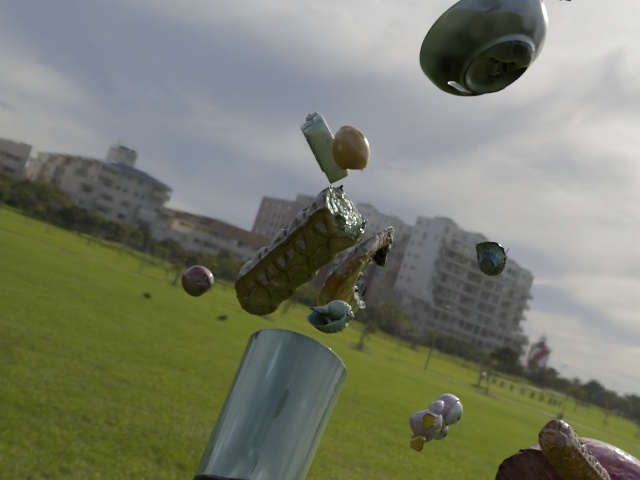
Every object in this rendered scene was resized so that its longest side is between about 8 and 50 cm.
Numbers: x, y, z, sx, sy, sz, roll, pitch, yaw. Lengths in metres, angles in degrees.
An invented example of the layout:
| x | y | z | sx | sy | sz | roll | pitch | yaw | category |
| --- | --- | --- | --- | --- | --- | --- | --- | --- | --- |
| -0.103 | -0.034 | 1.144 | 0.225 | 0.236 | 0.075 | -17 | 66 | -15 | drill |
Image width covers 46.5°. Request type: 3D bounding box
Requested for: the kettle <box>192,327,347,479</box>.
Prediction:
| x | y | z | sx | sy | sz | roll | pitch | yaw | category |
| --- | --- | --- | --- | --- | --- | --- | --- | --- | --- |
| -0.128 | 0.446 | 1.701 | 0.250 | 0.376 | 0.361 | 25 | -37 | -2 | kettle |

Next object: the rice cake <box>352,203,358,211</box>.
| x | y | z | sx | sy | sz | roll | pitch | yaw | category |
| --- | --- | --- | --- | --- | --- | --- | --- | --- | --- |
| 0.000 | 0.000 | 1.858 | 0.043 | 0.237 | 0.127 | 43 | -18 | -25 | rice cake |

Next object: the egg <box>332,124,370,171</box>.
| x | y | z | sx | sy | sz | roll | pitch | yaw | category |
| --- | --- | --- | --- | --- | --- | --- | --- | --- | --- |
| 0.064 | -0.193 | 1.559 | 0.080 | 0.096 | 0.080 | -3 | 15 | 1 | egg |

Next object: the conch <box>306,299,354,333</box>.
| x | y | z | sx | sy | sz | roll | pitch | yaw | category |
| --- | --- | --- | --- | --- | --- | --- | --- | --- | --- |
| 0.021 | 0.151 | 1.422 | 0.085 | 0.076 | 0.056 | -13 | -59 | 22 | conch |

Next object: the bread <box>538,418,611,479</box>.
| x | y | z | sx | sy | sz | roll | pitch | yaw | category |
| --- | --- | --- | --- | --- | --- | --- | --- | --- | --- |
| 0.320 | 0.279 | 0.932 | 0.044 | 0.052 | 0.157 | -20 | -53 | 35 | bread |

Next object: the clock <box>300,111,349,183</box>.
| x | y | z | sx | sy | sz | roll | pitch | yaw | category |
| --- | --- | --- | --- | --- | --- | --- | --- | --- | --- |
| 0.004 | -0.230 | 1.783 | 0.151 | 0.062 | 0.191 | 62 | 3 | -25 | clock |

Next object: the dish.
| x | y | z | sx | sy | sz | roll | pitch | yaw | category |
| --- | --- | --- | --- | --- | --- | --- | --- | --- | --- |
| 0.409 | -0.446 | 1.791 | 0.324 | 0.124 | 0.324 | -14 | -30 | -8 | dish |

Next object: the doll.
| x | y | z | sx | sy | sz | roll | pitch | yaw | category |
| --- | --- | --- | --- | --- | --- | --- | --- | --- | --- |
| 0.349 | 0.553 | 2.281 | 0.094 | 0.160 | 0.365 | 30 | 6 | 25 | doll |

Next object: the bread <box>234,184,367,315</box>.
| x | y | z | sx | sy | sz | roll | pitch | yaw | category |
| --- | --- | --- | --- | --- | --- | --- | --- | --- | --- |
| -0.042 | 0.026 | 1.176 | 0.087 | 0.269 | 0.098 | -14 | 67 | -54 | bread |

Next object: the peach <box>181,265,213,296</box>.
| x | y | z | sx | sy | sz | roll | pitch | yaw | category |
| --- | --- | --- | --- | --- | --- | --- | --- | --- | --- |
| -0.313 | 0.102 | 1.892 | 0.083 | 0.083 | 0.083 | 19 | -5 | 2 | peach |

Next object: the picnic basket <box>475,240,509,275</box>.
| x | y | z | sx | sy | sz | roll | pitch | yaw | category |
| --- | --- | --- | --- | --- | --- | --- | --- | --- | --- |
| 0.360 | 0.035 | 1.571 | 0.065 | 0.083 | 0.083 | -6 | 23 | 26 | picnic basket |

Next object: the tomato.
| x | y | z | sx | sy | sz | roll | pitch | yaw | category |
| --- | --- | --- | --- | --- | --- | --- | --- | --- | --- |
| 0.446 | 0.427 | 1.192 | 0.289 | 0.176 | 0.335 | 51 | -32 | 22 | tomato |

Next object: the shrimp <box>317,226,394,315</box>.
| x | y | z | sx | sy | sz | roll | pitch | yaw | category |
| --- | --- | --- | --- | --- | --- | --- | --- | --- | --- |
| 0.097 | 0.096 | 1.902 | 0.085 | 0.272 | 0.445 | 38 | -10 | 16 | shrimp |
